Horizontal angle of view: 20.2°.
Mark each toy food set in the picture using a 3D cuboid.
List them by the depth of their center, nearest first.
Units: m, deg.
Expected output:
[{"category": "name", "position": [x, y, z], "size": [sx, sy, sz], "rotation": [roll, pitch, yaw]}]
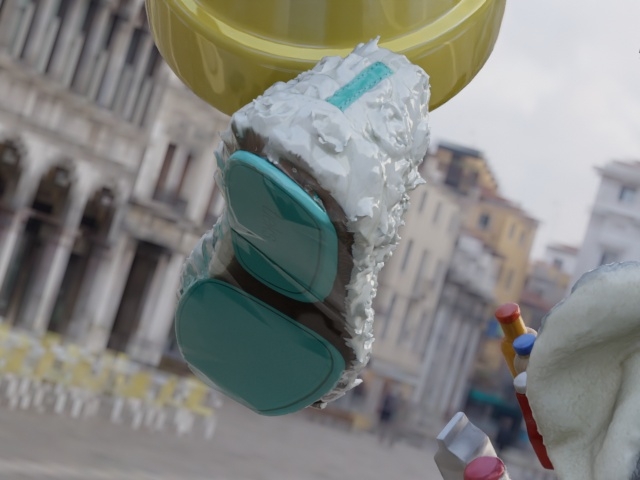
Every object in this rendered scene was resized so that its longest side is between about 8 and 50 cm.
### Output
[{"category": "toy food set", "position": [0.163, 0.166, 1.664], "size": [0.111, 0.232, 0.104], "rotation": [3, -51, 45]}]

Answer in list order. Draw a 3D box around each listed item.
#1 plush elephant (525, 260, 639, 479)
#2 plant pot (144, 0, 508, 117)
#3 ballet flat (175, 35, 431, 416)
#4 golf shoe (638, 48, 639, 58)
[{"category": "plush elephant", "position": [0.204, 0.153, 0.793], "size": [0.272, 0.255, 0.330], "rotation": [12, 3, -8]}, {"category": "plant pot", "position": [0.005, -0.235, 1.166], "size": [0.254, 0.254, 0.239], "rotation": [16, -32, 10]}, {"category": "ballet flat", "position": [0.000, 0.000, 1.154], "size": [0.147, 0.147, 0.409], "rotation": [17, -23, -3]}, {"category": "golf shoe", "position": [0.356, -0.214, 1.341], "size": [0.120, 0.273, 0.105], "rotation": [46, 12, 7]}]
